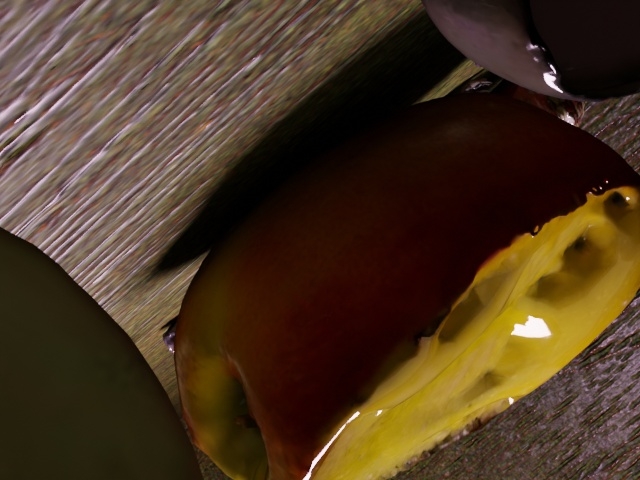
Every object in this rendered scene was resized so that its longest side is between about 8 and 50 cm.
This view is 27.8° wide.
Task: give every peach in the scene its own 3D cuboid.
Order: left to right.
[{"bbox_3d":[0.071,0.022,1.010,0.380,0.242,0.306,-19,144,-32],"label":"peach"}]

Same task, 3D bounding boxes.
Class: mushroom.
[{"bbox_3d":[0.103,-0.131,0.519,0.117,0.141,0.188,6,-156,43],"label":"mushroom"}]

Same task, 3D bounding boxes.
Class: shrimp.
[{"bbox_3d":[0.137,-0.135,1.260,0.092,0.029,0.038,-41,170,-34],"label":"shrimp"}]

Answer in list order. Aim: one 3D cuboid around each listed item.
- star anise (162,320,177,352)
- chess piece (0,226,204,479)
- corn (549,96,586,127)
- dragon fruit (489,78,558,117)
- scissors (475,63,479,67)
[{"bbox_3d":[-0.054,0.098,1.376,0.236,0.093,0.229,-6,-156,-16],"label":"star anise"},{"bbox_3d":[-0.236,0.176,0.401,0.442,0.234,0.234,-36,178,41],"label":"chess piece"},{"bbox_3d":[0.250,-0.111,1.564,0.290,0.098,0.098,-56,-176,-27],"label":"corn"},{"bbox_3d":[0.169,-0.045,1.365,0.262,0.134,0.211,-44,-174,18],"label":"dragon fruit"},{"bbox_3d":[0.202,-0.203,1.097,0.176,0.022,0.085,-35,173,10],"label":"scissors"}]
